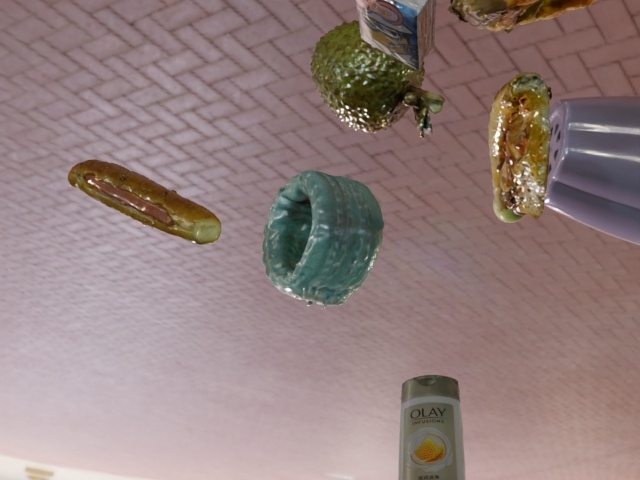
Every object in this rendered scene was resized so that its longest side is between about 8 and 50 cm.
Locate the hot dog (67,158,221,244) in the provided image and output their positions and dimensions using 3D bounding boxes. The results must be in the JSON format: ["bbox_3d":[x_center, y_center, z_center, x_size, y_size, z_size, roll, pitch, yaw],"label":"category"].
[{"bbox_3d":[-0.265,-0.063,1.130,0.286,0.061,0.088,23,-168,23],"label":"hot dog"}]

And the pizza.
[{"bbox_3d":[0.243,-0.104,0.927,0.056,0.134,0.271,-11,160,3],"label":"pizza"}]

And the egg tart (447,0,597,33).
[{"bbox_3d":[0.368,-0.432,1.022,0.443,0.178,0.443,-20,-176,1],"label":"egg tart"}]

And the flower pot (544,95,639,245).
[{"bbox_3d":[0.490,-0.127,1.236,0.243,0.265,0.265,12,157,-2],"label":"flower pot"}]

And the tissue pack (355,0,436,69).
[{"bbox_3d":[0.111,-0.336,1.125,0.115,0.065,0.155,32,172,16],"label":"tissue pack"}]

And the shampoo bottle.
[{"bbox_3d":[0.147,0.281,0.992,0.086,0.227,0.056,-5,129,13],"label":"shampoo bottle"}]

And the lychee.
[{"bbox_3d":[0.122,-0.377,1.743,0.320,0.270,0.270,20,171,47],"label":"lychee"}]

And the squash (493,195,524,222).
[{"bbox_3d":[0.453,-0.141,1.632,0.083,0.083,0.250,16,125,-14],"label":"squash"}]

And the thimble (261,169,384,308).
[{"bbox_3d":[0.000,0.000,1.313,0.143,0.235,0.198,11,171,-32],"label":"thimble"}]
